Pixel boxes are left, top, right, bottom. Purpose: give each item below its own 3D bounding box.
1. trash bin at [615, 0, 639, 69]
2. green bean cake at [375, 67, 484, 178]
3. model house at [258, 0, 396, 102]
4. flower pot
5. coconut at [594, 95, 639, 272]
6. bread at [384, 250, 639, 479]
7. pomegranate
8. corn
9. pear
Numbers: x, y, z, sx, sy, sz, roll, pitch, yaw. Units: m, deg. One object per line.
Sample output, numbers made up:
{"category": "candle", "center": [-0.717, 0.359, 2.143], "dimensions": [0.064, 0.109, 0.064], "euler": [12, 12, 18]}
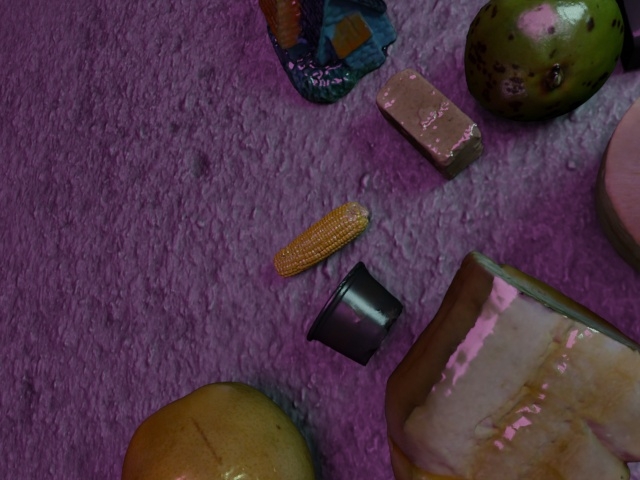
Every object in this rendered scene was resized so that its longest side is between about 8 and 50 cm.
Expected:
{"category": "trash bin", "center": [0.544, -0.354, 0.627], "dimensions": [0.225, 0.115, 0.165], "euler": [-12, 78, 25]}
{"category": "green bean cake", "center": [0.181, -0.194, 0.751], "dimensions": [0.085, 0.109, 0.179], "euler": [-43, 67, 11]}
{"category": "model house", "center": [-0.021, -0.429, 0.808], "dimensions": [0.226, 0.241, 0.261], "euler": [-31, 71, 13]}
{"category": "flower pot", "center": [0.063, 0.127, 0.734], "dimensions": [0.107, 0.157, 0.157], "euler": [36, 96, 10]}
{"category": "coconut", "center": [0.481, -0.069, 0.501], "dimensions": [0.323, 0.323, 0.323], "euler": [-4, 80, 22]}
{"category": "bread", "center": [0.244, 0.220, 0.604], "dimensions": [0.300, 0.210, 0.341], "euler": [27, 99, 2]}
{"category": "pomegranate", "center": [0.324, -0.296, 0.674], "dimensions": [0.211, 0.211, 0.263], "euler": [-5, 45, 22]}
{"category": "corn", "center": [0.000, 0.000, 0.818], "dimensions": [0.206, 0.067, 0.067], "euler": [-34, 70, 15]}
{"category": "pear", "center": [-0.157, 0.391, 0.705], "dimensions": [0.314, 0.314, 0.314], "euler": [-4, 80, 22]}
